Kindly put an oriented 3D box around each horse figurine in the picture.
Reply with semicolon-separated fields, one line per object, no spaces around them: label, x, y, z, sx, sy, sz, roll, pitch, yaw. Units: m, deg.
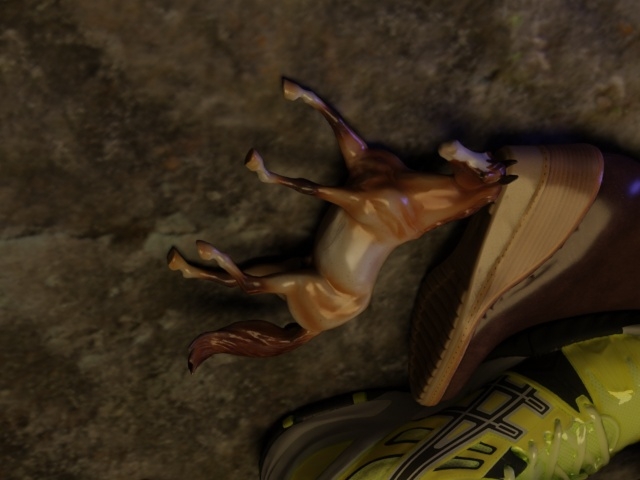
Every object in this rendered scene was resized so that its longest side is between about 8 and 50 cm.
horse figurine;0.000;0.000;1.188;0.174;0.066;0.263;23;118;-22

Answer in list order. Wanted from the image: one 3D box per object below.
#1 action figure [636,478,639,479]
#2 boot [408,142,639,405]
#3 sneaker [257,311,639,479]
action figure;0.254;0.301;1.373;0.341;0.179;0.330;-15;166;-40
boot;0.194;0.043;1.250;0.206;0.090;0.248;11;122;-19
sneaker;0.145;0.182;1.319;0.384;0.147;0.145;-21;129;3
